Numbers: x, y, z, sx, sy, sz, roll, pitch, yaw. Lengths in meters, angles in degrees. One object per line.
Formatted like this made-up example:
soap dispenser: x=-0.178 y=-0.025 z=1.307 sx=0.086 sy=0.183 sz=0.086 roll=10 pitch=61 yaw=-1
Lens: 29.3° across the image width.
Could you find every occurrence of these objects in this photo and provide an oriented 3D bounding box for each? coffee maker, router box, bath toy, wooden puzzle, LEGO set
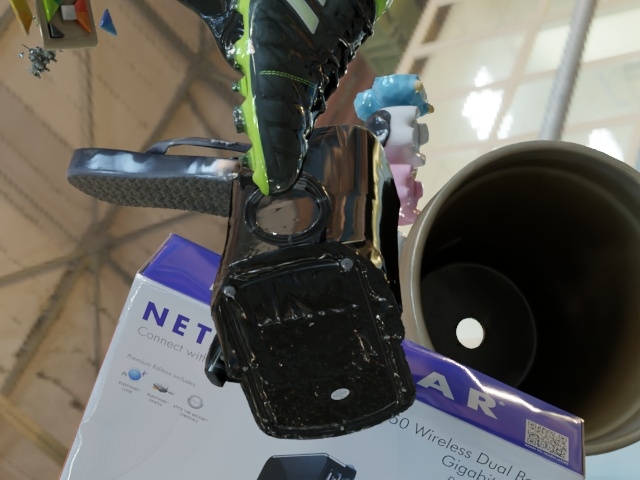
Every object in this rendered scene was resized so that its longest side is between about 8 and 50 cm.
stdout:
coffee maker: x=0.000 y=0.000 z=0.731 sx=0.178 sy=0.120 sz=0.171 roll=-90 pitch=7 yaw=-60
router box: x=-0.022 y=0.198 z=0.909 sx=0.082 sy=0.335 sz=0.301 roll=-63 pitch=-4 yaw=-66
bath toy: x=0.081 y=-0.067 z=1.716 sx=0.151 sy=0.129 sz=0.348 roll=62 pitch=-149 yaw=-50
wooden puzzle: x=-0.271 y=-0.240 z=1.302 sx=0.116 sy=0.014 sz=0.078 roll=-21 pitch=-79 yaw=-40
LEGO set: x=-0.335 y=-0.229 z=1.469 sx=0.054 sy=0.023 sz=0.083 roll=-28 pitch=-47 yaw=-17

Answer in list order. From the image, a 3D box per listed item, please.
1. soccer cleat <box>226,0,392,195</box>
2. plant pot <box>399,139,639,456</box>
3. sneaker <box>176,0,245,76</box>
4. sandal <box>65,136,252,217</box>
soccer cleat: x=-0.002 y=-0.101 z=0.548 sx=0.060 sy=0.072 sz=0.179 roll=88 pitch=-176 yaw=-61
plant pot: x=0.211 y=0.082 z=1.339 sx=0.323 sy=0.280 sz=0.323 roll=3 pitch=-103 yaw=-13
sneaker: x=-0.080 y=-0.259 z=1.423 sx=0.130 sy=0.087 sz=0.227 roll=0 pitch=-141 yaw=-52
sandal: x=-0.101 y=-0.059 z=1.009 sx=0.097 sy=0.254 sz=0.054 roll=44 pitch=-122 yaw=-58
